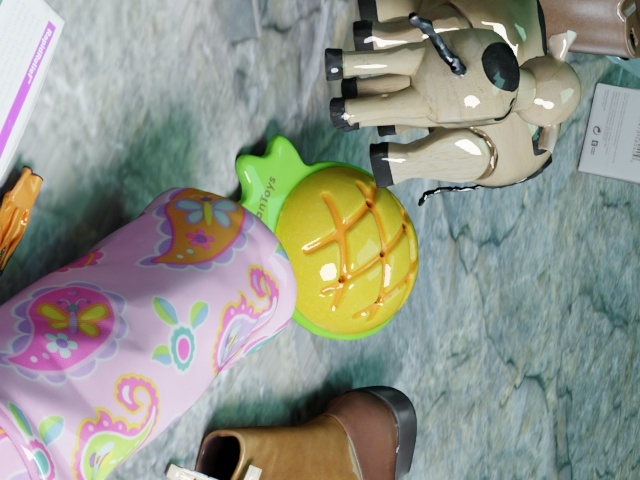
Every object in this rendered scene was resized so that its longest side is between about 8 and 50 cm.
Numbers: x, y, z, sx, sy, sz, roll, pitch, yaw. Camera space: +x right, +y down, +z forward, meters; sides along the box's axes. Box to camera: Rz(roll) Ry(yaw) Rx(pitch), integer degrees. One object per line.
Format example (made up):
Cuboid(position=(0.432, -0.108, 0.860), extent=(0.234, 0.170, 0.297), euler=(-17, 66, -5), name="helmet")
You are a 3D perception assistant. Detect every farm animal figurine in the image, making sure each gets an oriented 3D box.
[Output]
Cuboid(position=(0.107, -0.147, 1.235), extent=(0.326, 0.172, 0.330), euler=(76, 13, -51), name="farm animal figurine")

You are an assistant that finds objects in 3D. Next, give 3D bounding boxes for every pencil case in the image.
Cuboid(position=(-0.128, 0.072, 1.039), extent=(0.284, 0.124, 0.124), euler=(-42, 139, -52), name="pencil case")

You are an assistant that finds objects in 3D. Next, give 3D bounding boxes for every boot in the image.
Cuboid(position=(-0.009, 0.256, 1.427), extent=(0.280, 0.096, 0.264), euler=(-11, 113, -62), name="boot")

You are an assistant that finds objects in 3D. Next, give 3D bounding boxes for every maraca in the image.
Cuboid(position=(0.000, 0.000, 1.318), extent=(0.186, 0.099, 0.127), euler=(30, 69, -38), name="maraca")

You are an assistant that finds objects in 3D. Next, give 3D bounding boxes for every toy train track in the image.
Cuboid(position=(-0.069, 0.177, 1.285), extent=(0.048, 0.083, 0.014), euler=(-65, -161, 1), name="toy train track")

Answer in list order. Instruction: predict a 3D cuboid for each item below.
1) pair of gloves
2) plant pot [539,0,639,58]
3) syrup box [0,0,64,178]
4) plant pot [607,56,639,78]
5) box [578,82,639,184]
Cuboid(position=(-0.187, -0.017, 1.005), extent=(0.074, 0.010, 0.083), euler=(-68, 151, -15), name="pair of gloves")
Cuboid(position=(0.202, -0.227, 1.540), extent=(0.167, 0.165, 0.167), euler=(-43, 141, -51), name="plant pot")
Cuboid(position=(-0.215, -0.114, 0.793), extent=(0.096, 0.093, 0.237), euler=(-70, 155, -15), name="syrup box")
Cuboid(position=(0.415, -0.333, 1.781), extent=(0.334, 0.341, 0.341), euler=(-59, 151, -18), name="plant pot")
Cuboid(position=(0.348, -0.112, 1.988), extent=(0.087, 0.102, 0.101), euler=(6, 96, -63), name="box")
